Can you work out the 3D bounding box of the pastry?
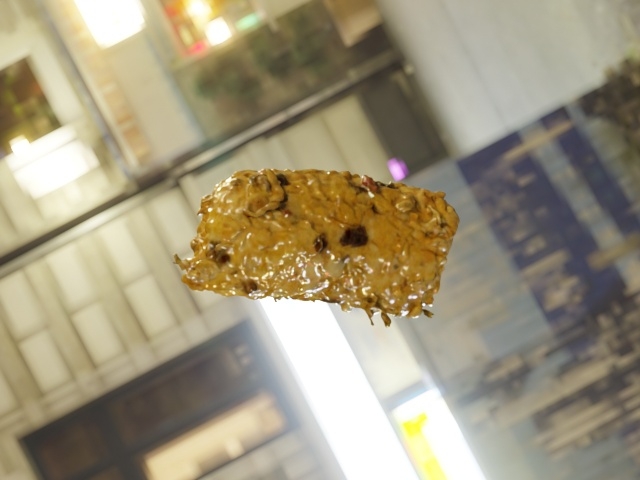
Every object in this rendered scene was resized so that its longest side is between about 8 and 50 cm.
[{"bbox_3d":[0.000,0.000,0.979,0.140,0.080,0.056,12,-169,-27],"label":"pastry"}]
